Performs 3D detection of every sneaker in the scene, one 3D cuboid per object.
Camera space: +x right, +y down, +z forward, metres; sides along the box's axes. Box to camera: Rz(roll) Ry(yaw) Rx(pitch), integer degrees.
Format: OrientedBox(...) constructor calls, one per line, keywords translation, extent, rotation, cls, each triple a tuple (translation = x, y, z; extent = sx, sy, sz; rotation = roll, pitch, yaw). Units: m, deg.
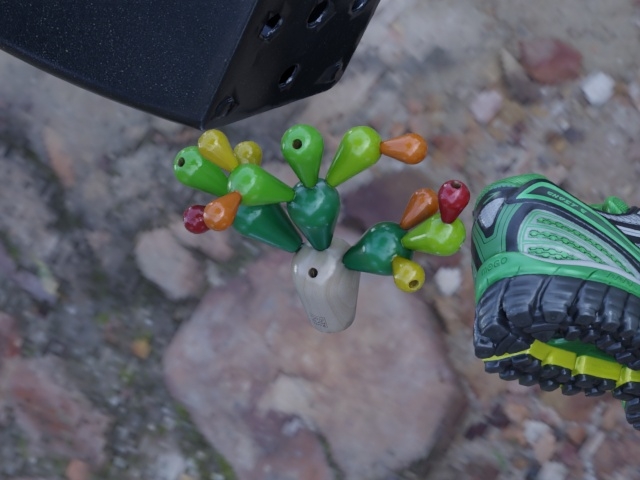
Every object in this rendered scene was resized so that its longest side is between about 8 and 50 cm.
OrientedBox(translation=(0.242, 0.042, 1.278), extent=(0.134, 0.343, 0.146), rotation=(-28, 53, 37), cls="sneaker")

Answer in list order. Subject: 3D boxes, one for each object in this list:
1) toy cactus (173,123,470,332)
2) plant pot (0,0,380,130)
OrientedBox(translation=(0.000, 0.000, 1.235), extent=(0.219, 0.180, 0.112), rotation=(6, 47, 15), cls="toy cactus")
OrientedBox(translation=(-0.059, -0.163, 0.932), extent=(0.167, 0.188, 0.187), rotation=(40, 124, 18), cls="plant pot")
